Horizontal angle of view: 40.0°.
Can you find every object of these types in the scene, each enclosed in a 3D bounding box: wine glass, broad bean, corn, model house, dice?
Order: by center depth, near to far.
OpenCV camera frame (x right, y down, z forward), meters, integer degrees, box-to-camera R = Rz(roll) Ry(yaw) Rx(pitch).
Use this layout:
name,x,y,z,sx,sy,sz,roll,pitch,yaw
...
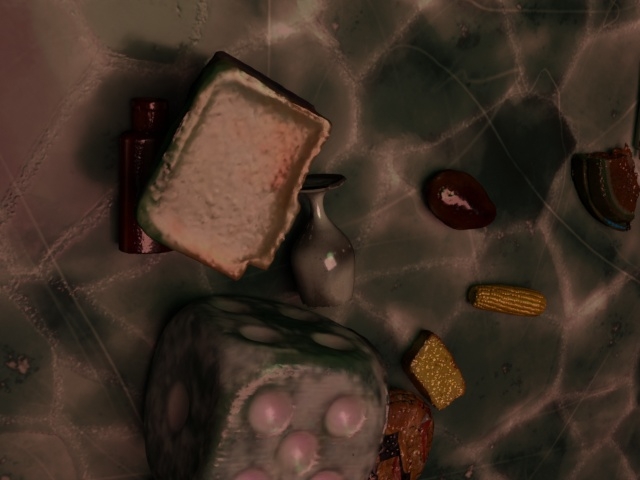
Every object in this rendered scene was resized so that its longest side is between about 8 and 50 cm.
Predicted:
name,x,y,z,sx,sy,sz,roll,pitch,yaw
model house,-0.152,-0.129,1.442,0.245,0.280,0.312,25,100,-19
dice,-0.100,0.298,1.563,0.348,0.328,0.330,8,102,-30
wine glass,0.000,0.000,1.645,0.127,0.126,0.241,-13,109,-24
broad bean,0.285,-0.081,1.799,0.165,0.084,0.114,39,69,-25
corn,0.417,0.132,1.944,0.207,0.067,0.067,8,102,-27

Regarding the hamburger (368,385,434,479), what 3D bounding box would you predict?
name,x,y,z,sx,sy,sz,roll,pitch,yaw
hamburger,0.150,0.423,1.873,0.231,0.107,0.230,-4,101,-23

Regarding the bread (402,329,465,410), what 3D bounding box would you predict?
name,x,y,z,sx,sy,sz,roll,pitch,yaw
bread,0.242,0.279,1.898,0.103,0.065,0.187,-41,122,-9

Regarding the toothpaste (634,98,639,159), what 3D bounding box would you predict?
name,x,y,z,sx,sy,sz,roll,pitch,yaw
toothpaste,0.747,-0.299,2.003,0.060,0.038,0.233,-6,105,-29

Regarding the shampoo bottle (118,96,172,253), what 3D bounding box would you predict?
name,x,y,z,sx,sy,sz,roll,pitch,yaw
shampoo bottle,-0.290,-0.109,1.487,0.102,0.064,0.260,-4,108,-27

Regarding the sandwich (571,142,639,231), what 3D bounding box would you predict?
name,x,y,z,sx,sy,sz,roll,pitch,yaw
sandwich,0.668,-0.113,1.993,0.159,0.079,0.235,-31,117,-17
